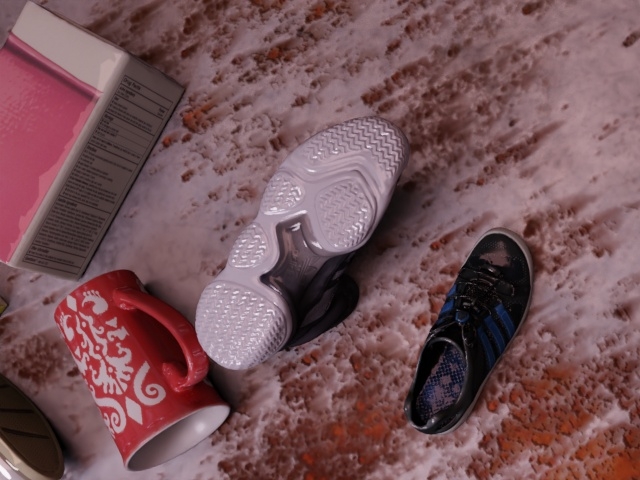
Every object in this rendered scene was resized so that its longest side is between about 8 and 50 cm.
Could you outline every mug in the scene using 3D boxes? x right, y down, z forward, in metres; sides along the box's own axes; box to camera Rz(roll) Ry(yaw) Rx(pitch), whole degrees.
[{"bbox_3d":[-0.164,0.110,1.421,0.150,0.113,0.169,-41,69,19],"label":"mug"}]

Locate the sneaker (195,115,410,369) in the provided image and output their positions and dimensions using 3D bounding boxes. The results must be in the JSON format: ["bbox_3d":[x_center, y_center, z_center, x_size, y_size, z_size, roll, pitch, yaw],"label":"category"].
[{"bbox_3d":[0.000,0.000,1.360,0.101,0.153,0.268,42,104,17],"label":"sneaker"}]

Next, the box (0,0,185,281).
[{"bbox_3d":[-0.262,-0.093,1.454,0.127,0.148,0.232,29,91,18],"label":"box"}]

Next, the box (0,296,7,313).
[{"bbox_3d":[-0.432,0.010,1.525,0.232,0.087,0.058,41,97,16],"label":"box"}]

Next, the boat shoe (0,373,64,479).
[{"bbox_3d":[-0.375,0.168,1.481,0.302,0.113,0.103,40,97,27],"label":"boat shoe"}]

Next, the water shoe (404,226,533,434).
[{"bbox_3d":[0.138,0.084,1.350,0.073,0.080,0.203,20,89,17],"label":"water shoe"}]
